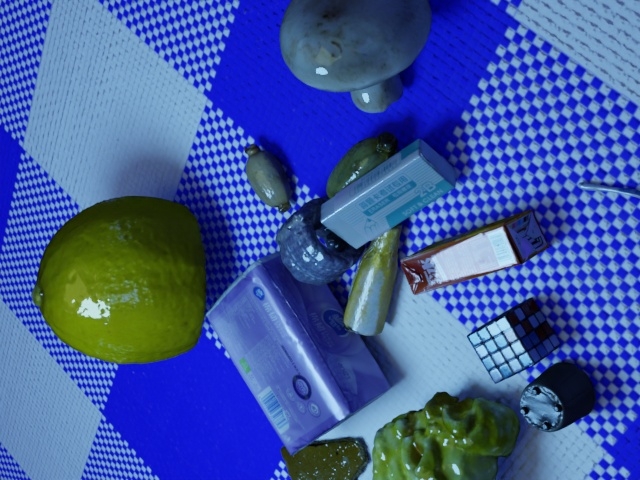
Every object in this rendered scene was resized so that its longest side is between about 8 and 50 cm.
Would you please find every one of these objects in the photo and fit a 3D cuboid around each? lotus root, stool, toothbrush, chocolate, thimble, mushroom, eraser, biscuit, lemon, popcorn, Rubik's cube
[{"bbox_3d":[-0.102,-0.121,1.897,0.073,0.062,0.150,-34,84,44],"label":"lotus root"},{"bbox_3d":[0.373,0.250,1.582,0.096,0.110,0.096,16,113,40],"label":"stool"},{"bbox_3d":[0.450,-0.067,1.456,0.162,0.014,0.017,12,129,39],"label":"toothbrush"},{"bbox_3d":[0.101,0.062,1.786,0.085,0.085,0.219,31,120,30],"label":"chocolate"},{"bbox_3d":[0.002,-0.001,1.793,0.098,0.150,0.150,-41,78,45],"label":"thimble"},{"bbox_3d":[0.064,-0.314,1.597,0.243,0.243,0.244,17,117,37],"label":"mushroom"},{"bbox_3d":[0.111,-0.076,1.670,0.225,0.052,0.095,-33,126,31],"label":"eraser"},{"bbox_3d":[0.018,0.471,2.049,0.236,0.026,0.131,-17,96,44],"label":"biscuit"},{"bbox_3d":[-0.412,0.080,2.032,0.364,0.364,0.364,17,117,37],"label":"lemon"},{"bbox_3d":[0.198,0.379,1.730,0.225,0.173,0.286,29,96,38],"label":"popcorn"},{"bbox_3d":[0.079,-0.123,1.719,0.090,0.077,0.183,23,134,-17],"label":"lotus root"},{"bbox_3d":[0.311,0.161,1.615,0.092,0.092,0.092,-36,81,43],"label":"Rubik's cube"}]

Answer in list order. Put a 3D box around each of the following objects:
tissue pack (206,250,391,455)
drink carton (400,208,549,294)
[{"bbox_3d":[-0.046,0.203,1.907,0.338,0.160,0.242,58,139,10],"label":"tissue pack"},{"bbox_3d":[0.245,0.021,1.618,0.223,0.096,0.071,-22,91,44],"label":"drink carton"}]
